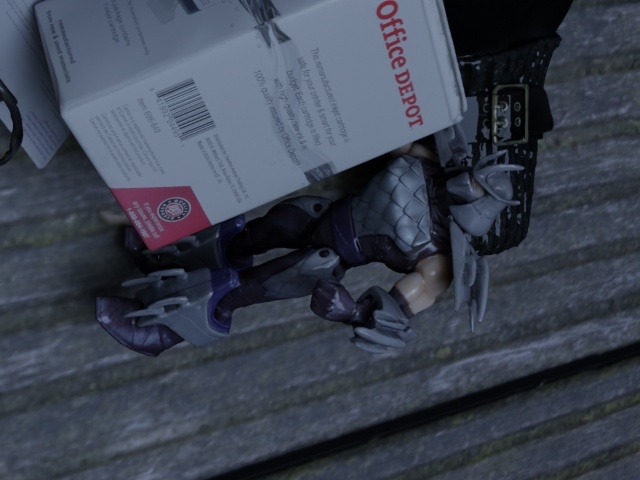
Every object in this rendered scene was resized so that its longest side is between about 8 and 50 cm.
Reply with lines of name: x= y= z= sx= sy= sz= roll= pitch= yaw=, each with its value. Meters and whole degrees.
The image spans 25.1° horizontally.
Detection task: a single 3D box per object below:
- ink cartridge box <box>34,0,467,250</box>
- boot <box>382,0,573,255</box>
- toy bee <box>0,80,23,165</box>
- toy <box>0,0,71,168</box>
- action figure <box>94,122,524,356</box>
ink cartridge box: x=-0.036 y=-0.104 z=0.852 sx=0.218 sy=0.092 sz=0.158 roll=-21 pitch=147 yaw=1
boot: x=0.062 y=-0.119 z=1.038 sx=0.348 sy=0.131 sz=0.260 roll=4 pitch=107 yaw=-43
toy bee: x=-0.282 y=-0.159 z=0.712 sx=0.298 sy=0.195 sz=0.162 roll=46 pitch=33 yaw=-28
toy: x=-0.144 y=-0.178 z=0.874 sx=0.237 sy=0.056 sz=0.137 roll=-55 pitch=151 yaw=-17
action figure: x=0.000 y=0.000 z=0.935 sx=0.099 sy=0.285 sz=0.185 roll=50 pitch=31 yaw=-43
